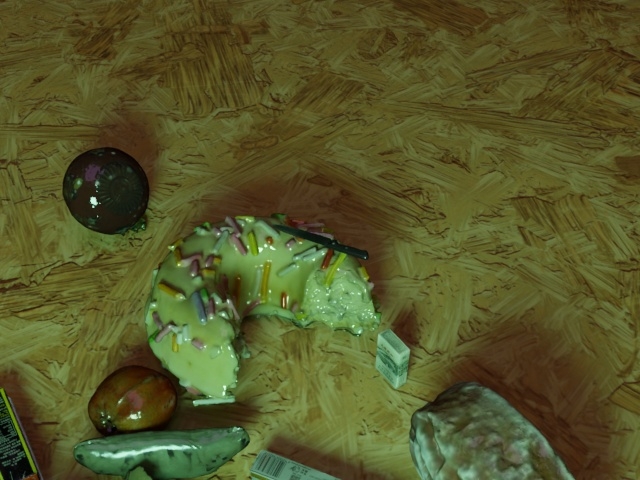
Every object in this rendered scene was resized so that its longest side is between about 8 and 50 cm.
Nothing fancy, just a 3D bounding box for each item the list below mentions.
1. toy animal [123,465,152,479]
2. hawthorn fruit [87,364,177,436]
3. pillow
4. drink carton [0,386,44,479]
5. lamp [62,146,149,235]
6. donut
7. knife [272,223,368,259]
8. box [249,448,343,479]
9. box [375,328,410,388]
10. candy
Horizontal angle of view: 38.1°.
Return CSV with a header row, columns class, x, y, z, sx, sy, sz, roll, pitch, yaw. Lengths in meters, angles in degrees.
class,x,y,z,sx,sy,sz,roll,pitch,yaw
toy animal,-0.168,0.394,1.218,0.214,0.093,0.186,8,49,-3
hawthorn fruit,-0.272,0.238,1.349,0.128,0.128,0.128,0,45,0
pillow,-0.218,0.304,1.295,0.241,0.093,0.051,-5,40,-7
drink carton,-0.441,0.295,1.319,0.056,0.071,0.165,-24,51,-19
lamp,-0.388,-0.086,1.654,0.156,0.157,0.135,3,-4,-42
donut,-0.105,0.080,1.465,0.371,0.150,0.307,-22,44,-30
knife,0.000,0.000,1.448,0.170,0.010,0.023,18,38,21
box,0.009,0.351,1.275,0.218,0.055,0.039,18,48,17
box,0.110,0.182,1.425,0.024,0.083,0.054,-24,50,-24
candy,0.224,0.316,1.197,0.157,0.214,0.289,-24,45,-23
